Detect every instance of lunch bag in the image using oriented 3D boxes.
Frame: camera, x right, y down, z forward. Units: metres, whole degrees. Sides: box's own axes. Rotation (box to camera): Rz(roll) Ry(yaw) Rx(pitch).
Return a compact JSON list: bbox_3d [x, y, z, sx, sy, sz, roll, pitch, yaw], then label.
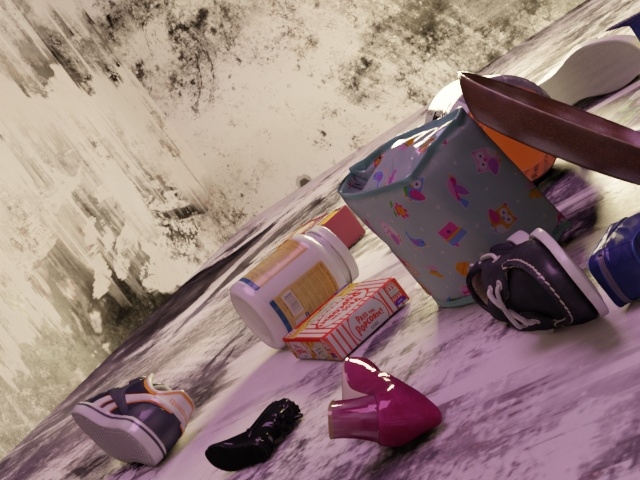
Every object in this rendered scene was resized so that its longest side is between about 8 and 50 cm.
[{"bbox_3d":[0.155,-0.033,1.360,0.160,0.223,0.262,-51,14,-22],"label":"lunch bag"},{"bbox_3d":[0.310,0.014,1.023,0.065,0.067,0.098,-27,12,46],"label":"lunch bag"}]

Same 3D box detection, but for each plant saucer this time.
[{"bbox_3d":[0.303,-0.128,1.243,0.310,0.310,0.050,-75,5,-76],"label":"plant saucer"}]

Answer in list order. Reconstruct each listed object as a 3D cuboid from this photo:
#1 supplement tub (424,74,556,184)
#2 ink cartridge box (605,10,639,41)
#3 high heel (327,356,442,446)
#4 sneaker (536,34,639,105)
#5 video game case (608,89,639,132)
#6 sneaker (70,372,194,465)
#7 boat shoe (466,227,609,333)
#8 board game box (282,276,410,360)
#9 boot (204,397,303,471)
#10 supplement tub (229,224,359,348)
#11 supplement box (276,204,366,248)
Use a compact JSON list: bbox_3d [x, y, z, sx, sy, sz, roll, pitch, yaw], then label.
[{"bbox_3d":[0.288,-0.181,1.742,0.193,0.193,0.316,-36,8,2],"label":"supplement tub"},{"bbox_3d":[0.661,-0.399,1.648,0.307,0.072,0.303,-28,3,-38],"label":"ink cartridge box"},{"bbox_3d":[0.079,0.174,1.160,0.117,0.082,0.244,-3,-1,8],"label":"high heel"},{"bbox_3d":[0.526,-0.344,1.957,0.169,0.108,0.292,-45,10,-29],"label":"sneaker"},{"bbox_3d":[0.493,-0.195,1.570,0.190,0.022,0.173,-41,9,-26],"label":"video game case"},{"bbox_3d":[-0.317,0.306,1.792,0.127,0.126,0.321,-46,22,-27],"label":"sneaker"},{"bbox_3d":[0.216,0.054,1.083,0.091,0.114,0.302,-36,-3,2],"label":"boat shoe"},{"bbox_3d":[0.036,0.123,1.609,0.147,0.045,0.193,-40,9,-20],"label":"board game box"},{"bbox_3d":[-0.087,0.257,1.388,0.121,0.045,0.099,-20,19,39],"label":"boot"},{"bbox_3d":[-0.045,0.080,1.831,0.200,0.144,0.144,-39,9,-19],"label":"supplement tub"},{"bbox_3d":[0.000,0.000,2.296,0.104,0.081,0.188,-42,10,-32],"label":"supplement box"}]
